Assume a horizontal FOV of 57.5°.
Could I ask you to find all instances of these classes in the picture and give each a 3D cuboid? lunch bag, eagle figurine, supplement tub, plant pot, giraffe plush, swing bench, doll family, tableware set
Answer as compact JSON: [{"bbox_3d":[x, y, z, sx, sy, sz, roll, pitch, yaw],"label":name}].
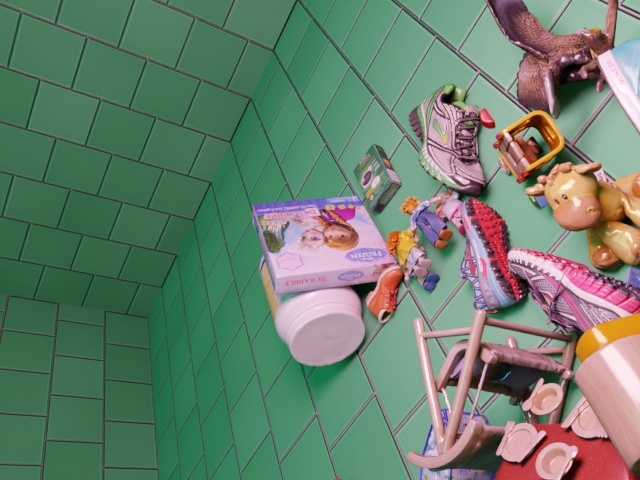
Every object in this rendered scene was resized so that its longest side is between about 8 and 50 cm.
[{"bbox_3d":[0.267,0.404,1.115,0.096,0.129,0.151,-15,62,52],"label":"lunch bag"},{"bbox_3d":[0.438,-0.364,1.126,0.298,0.225,0.226,34,121,49],"label":"eagle figurine"},{"bbox_3d":[-0.025,0.157,1.622,0.241,0.241,0.331,-59,33,27],"label":"supplement tub"},{"bbox_3d":[0.391,0.392,0.797,0.267,0.267,0.235,-26,42,54],"label":"plant pot"},{"bbox_3d":[0.451,-0.065,0.968,0.181,0.171,0.210,-55,35,33],"label":"giraffe plush"},{"bbox_3d":[0.300,0.268,0.993,0.165,0.254,0.254,-21,59,55],"label":"swing bench"},{"bbox_3d":[0.235,-0.020,1.374,0.262,0.119,0.163,-61,34,20],"label":"doll family"},{"bbox_3d":[0.325,0.263,0.816,0.141,0.020,0.169,-50,15,-14],"label":"tableware set"}]

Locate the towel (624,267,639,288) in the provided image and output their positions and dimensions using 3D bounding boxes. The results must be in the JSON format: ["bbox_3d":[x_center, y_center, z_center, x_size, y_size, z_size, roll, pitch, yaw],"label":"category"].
[{"bbox_3d":[0.509,0.106,0.935,0.067,0.029,0.119,31,104,59],"label":"towel"}]

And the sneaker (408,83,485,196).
[{"bbox_3d":[0.304,-0.239,1.343,0.146,0.134,0.343,-49,38,38],"label":"sneaker"}]

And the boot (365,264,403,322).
[{"bbox_3d":[0.175,0.136,1.479,0.157,0.059,0.084,-66,32,33],"label":"boot"}]

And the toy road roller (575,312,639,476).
[{"bbox_3d":[0.485,0.126,0.660,0.240,0.330,0.202,77,177,-45],"label":"toy road roller"}]

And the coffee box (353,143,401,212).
[{"bbox_3d":[0.160,-0.180,1.660,0.113,0.041,0.184,-55,35,30],"label":"coffee box"}]

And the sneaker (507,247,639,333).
[{"bbox_3d":[0.410,0.090,0.994,0.299,0.121,0.111,-132,56,-70],"label":"sneaker"}]

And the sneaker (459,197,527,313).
[{"bbox_3d":[0.325,0.030,1.216,0.125,0.104,0.261,-47,39,43],"label":"sneaker"}]

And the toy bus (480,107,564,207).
[{"bbox_3d":[0.409,-0.182,1.135,0.104,0.191,0.202,-33,38,11],"label":"toy bus"}]

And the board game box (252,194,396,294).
[{"bbox_3d":[0.000,0.000,1.577,0.318,0.319,0.065,-115,24,-48],"label":"board game box"}]

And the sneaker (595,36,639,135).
[{"bbox_3d":[0.574,-0.209,0.885,0.179,0.124,0.295,-32,70,30],"label":"sneaker"}]

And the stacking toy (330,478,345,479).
[{"bbox_3d":[0.061,0.708,1.340,0.141,0.141,0.330,-57,30,30],"label":"stacking toy"}]
